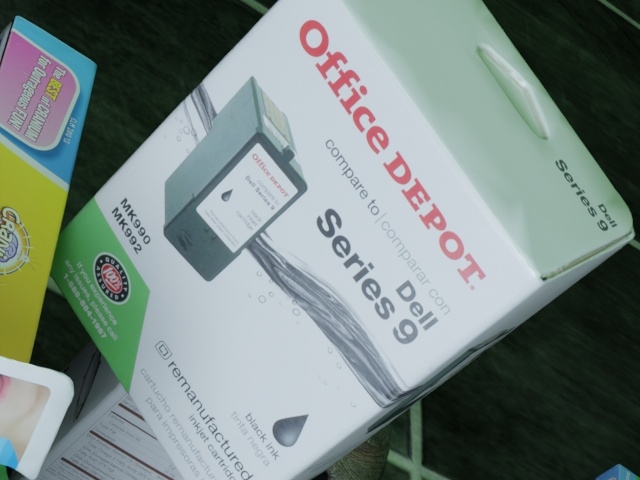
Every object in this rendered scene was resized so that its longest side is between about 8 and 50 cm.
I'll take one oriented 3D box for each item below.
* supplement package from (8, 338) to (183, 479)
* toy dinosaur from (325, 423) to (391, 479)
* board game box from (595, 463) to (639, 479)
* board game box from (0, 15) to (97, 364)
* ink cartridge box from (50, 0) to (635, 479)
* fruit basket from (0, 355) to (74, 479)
[{"bbox_3d":[-0.120,0.122,1.066,0.105,0.179,0.105,34,37,-18],"label":"supplement package"},{"bbox_3d":[-0.006,0.122,1.241,0.160,0.121,0.313,-16,64,-38],"label":"toy dinosaur"},{"bbox_3d":[0.347,0.329,1.478,0.211,0.039,0.160,35,37,-18],"label":"board game box"},{"bbox_3d":[-0.247,0.044,0.957,0.064,0.242,0.316,31,39,-24],"label":"board game box"},{"bbox_3d":[0.000,0.000,0.900,0.121,0.289,0.211,-21,73,-52],"label":"ink cartridge box"},{"bbox_3d":[-0.326,0.152,0.679,0.353,0.327,0.165,16,23,-31],"label":"fruit basket"}]
